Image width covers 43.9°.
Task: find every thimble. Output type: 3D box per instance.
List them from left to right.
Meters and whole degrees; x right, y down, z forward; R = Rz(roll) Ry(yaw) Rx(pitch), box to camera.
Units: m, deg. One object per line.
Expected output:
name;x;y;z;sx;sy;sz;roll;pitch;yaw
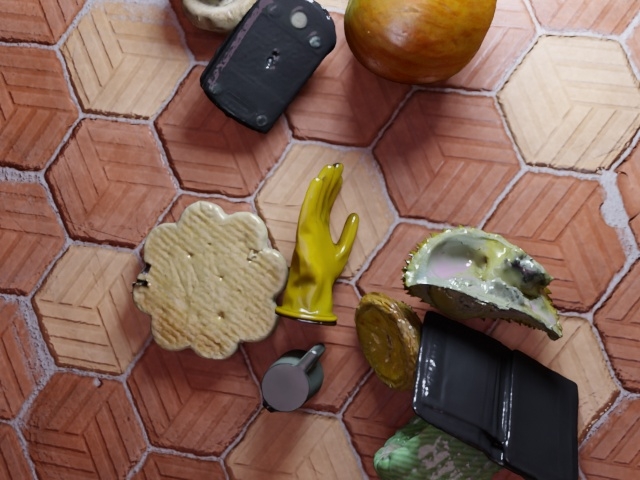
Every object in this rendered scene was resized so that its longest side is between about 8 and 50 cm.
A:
thimble;0.211;0.378;1.379;0.219;0.219;0.150;-39;85;6

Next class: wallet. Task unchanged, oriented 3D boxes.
wallet;0.302;0.271;1.341;0.323;0.247;0.041;26;134;-6

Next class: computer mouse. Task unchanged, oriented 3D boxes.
computer mouse;-0.095;-0.341;1.476;0.170;0.100;0.269;36;105;-15

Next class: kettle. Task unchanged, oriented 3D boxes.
kettle;-0.041;0.252;1.449;0.127;0.148;0.098;-18;86;7

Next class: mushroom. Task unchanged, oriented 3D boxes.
mushroom;-0.187;-0.469;1.488;0.166;0.127;0.166;1;95;13

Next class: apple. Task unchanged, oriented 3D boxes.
apple;0.171;-0.408;1.368;0.233;0.286;0.286;19;92;-8

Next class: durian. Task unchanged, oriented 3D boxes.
durian;0.290;0.074;1.394;0.306;0.166;0.172;25;95;-2

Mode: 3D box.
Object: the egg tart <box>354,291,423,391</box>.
egg tart;0.135;0.175;1.434;0.074;0.191;0.191;-21;86;-27

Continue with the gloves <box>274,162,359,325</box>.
gloves;0.000;0.000;1.451;0.116;0.133;0.294;11;91;8

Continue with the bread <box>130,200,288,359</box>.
bread;-0.211;0.077;1.523;0.316;0.054;0.316;0;89;9
